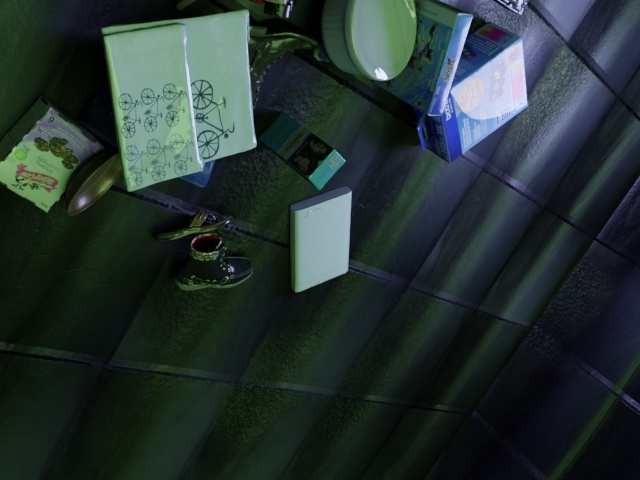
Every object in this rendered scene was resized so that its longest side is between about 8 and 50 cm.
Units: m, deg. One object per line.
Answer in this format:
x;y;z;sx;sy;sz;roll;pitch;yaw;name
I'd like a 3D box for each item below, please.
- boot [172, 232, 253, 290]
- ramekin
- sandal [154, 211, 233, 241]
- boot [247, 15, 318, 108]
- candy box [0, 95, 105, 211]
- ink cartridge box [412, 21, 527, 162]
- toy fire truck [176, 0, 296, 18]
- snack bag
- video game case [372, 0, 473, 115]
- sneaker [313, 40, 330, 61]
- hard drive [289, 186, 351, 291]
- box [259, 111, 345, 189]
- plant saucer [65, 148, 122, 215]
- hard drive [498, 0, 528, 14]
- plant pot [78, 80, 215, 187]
-0.270;0.053;2.009;0.236;0.085;0.178;-9;148;-31;boot
0.115;-0.536;1.850;0.273;0.127;0.273;-15;111;-46;ramekin
-0.332;-0.043;1.946;0.219;0.090;0.060;-13;91;-21;sandal
-0.148;-0.422;1.811;0.263;0.091;0.229;-1;126;-35;boot
-0.600;-0.184;1.608;0.196;0.070;0.165;-48;139;0;candy box
0.424;-0.426;2.229;0.395;0.151;0.270;-35;137;-12;ink cartridge box
-0.174;-0.567;1.620;0.246;0.217;0.158;13;118;-3;toy fire truck
-0.269;-0.292;1.520;0.342;0.037;0.323;-21;120;-36;snack bag
0.261;-0.502;1.960;0.061;0.244;0.269;-7;124;-35;video game case
0.044;-0.513;1.909;0.135;0.058;0.052;-53;138;4;sneaker
0.000;0.000;2.270;0.203;0.040;0.307;-21;132;-27;hard drive
-0.051;-0.233;1.899;0.100;0.244;0.060;-48;139;-1;box
-0.511;-0.141;1.675;0.198;0.036;0.198;-48;-178;3;plant saucer
0.513;-0.805;2.080;0.339;0.064;0.237;9;114;-44;hard drive
-0.350;-0.278;1.635;0.236;0.236;0.212;26;95;-46;plant pot
